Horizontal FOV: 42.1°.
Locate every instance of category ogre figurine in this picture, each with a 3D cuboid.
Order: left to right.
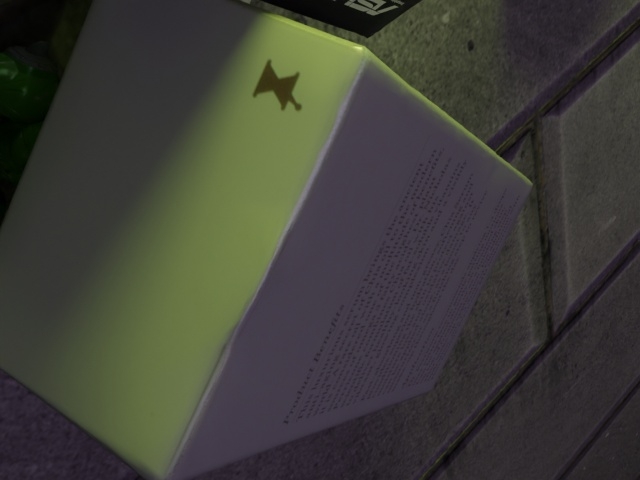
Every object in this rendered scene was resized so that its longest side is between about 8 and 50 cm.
[{"bbox_3d":[-0.201,-0.046,0.509,0.118,0.097,0.197,-23,115,-14],"label":"ogre figurine"}]

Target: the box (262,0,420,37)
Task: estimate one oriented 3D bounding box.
[{"bbox_3d":[-0.056,-0.254,0.421,0.216,0.060,0.270,3,68,-49],"label":"box"}]

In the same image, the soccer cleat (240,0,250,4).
[{"bbox_3d":[-0.100,-0.113,0.593,0.076,0.068,0.196,26,90,-54],"label":"soccer cleat"}]

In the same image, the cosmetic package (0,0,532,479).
[{"bbox_3d":[0.000,0.000,0.606,0.230,0.161,0.453,-65,158,6],"label":"cosmetic package"}]
